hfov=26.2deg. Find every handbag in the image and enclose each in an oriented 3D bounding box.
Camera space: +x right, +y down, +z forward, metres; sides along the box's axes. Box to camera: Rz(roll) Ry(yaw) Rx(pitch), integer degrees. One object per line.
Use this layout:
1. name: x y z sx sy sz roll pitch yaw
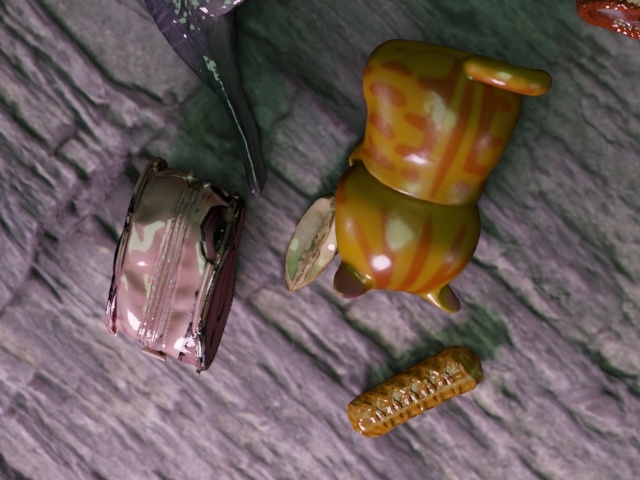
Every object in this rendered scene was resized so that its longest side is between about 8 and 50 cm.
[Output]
1. handbag: -0.147 0.025 1.433 0.116 0.179 0.205 15 102 2

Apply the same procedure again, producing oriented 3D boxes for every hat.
1. hat: 0.322 -0.284 1.349 0.112 0.093 0.162 17 83 -1

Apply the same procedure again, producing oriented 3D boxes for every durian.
1. durian: -0.009 -0.004 1.454 0.052 0.066 0.130 32 113 14

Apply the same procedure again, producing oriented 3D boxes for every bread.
1. bread: 0.100 0.162 1.466 0.157 0.044 0.052 -29 98 15

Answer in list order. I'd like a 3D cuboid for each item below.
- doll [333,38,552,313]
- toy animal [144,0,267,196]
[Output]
1. doll: 0.105 -0.076 1.375 0.166 0.162 0.270 12 112 -11
2. toy animal: -0.113 -0.245 1.429 0.206 0.081 0.367 -39 91 26
